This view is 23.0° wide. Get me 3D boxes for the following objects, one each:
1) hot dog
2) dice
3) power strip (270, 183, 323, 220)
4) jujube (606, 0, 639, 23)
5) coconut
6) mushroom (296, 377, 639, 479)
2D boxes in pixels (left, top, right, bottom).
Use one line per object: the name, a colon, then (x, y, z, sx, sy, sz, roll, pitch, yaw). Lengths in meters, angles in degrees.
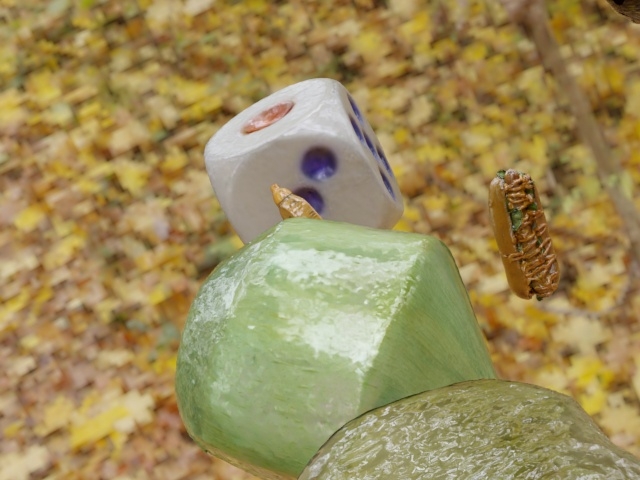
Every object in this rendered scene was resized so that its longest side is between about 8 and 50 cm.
hot dog: (0.263, -0.003, 2.018, 0.072, 0.188, 0.055, -20, 14, -11)
dice: (-0.025, -0.105, 2.616, 0.259, 0.251, 0.243, -27, 21, 14)
power strip: (0.000, 0.000, 1.896, 0.028, 0.178, 0.049, -40, -4, -16)
jujube: (0.384, -0.373, 1.454, 0.376, 0.258, 0.258, -47, 16, 21)
coconut: (0.030, 0.123, 1.576, 0.329, 0.281, 0.328, 8, 9, -1)
mushroom: (0.096, 0.175, 0.980, 0.292, 0.212, 0.217, -16, -21, -7)
